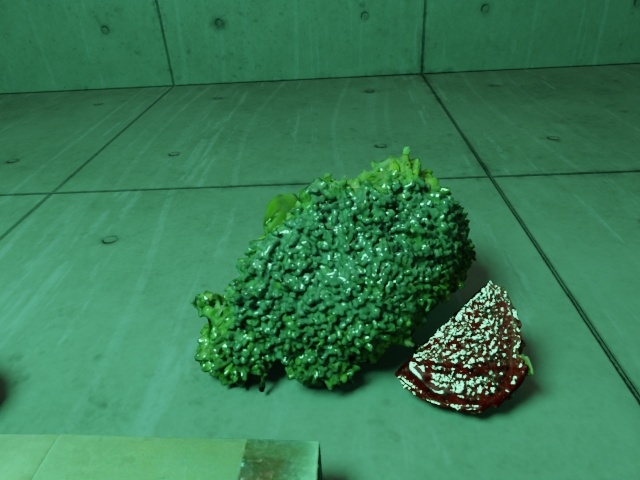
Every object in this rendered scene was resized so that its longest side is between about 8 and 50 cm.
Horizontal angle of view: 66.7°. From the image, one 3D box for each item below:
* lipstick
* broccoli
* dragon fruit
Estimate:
[{"bbox_3d":[-0.186,0.232,0.445,0.372,0.076,0.079,0,33,5],"label":"lipstick"},{"bbox_3d":[0.035,0.002,0.687,0.353,0.274,0.397,4,19,12],"label":"broccoli"},{"bbox_3d":[0.180,0.141,0.564,0.162,0.083,0.106,-44,62,-1],"label":"dragon fruit"}]
